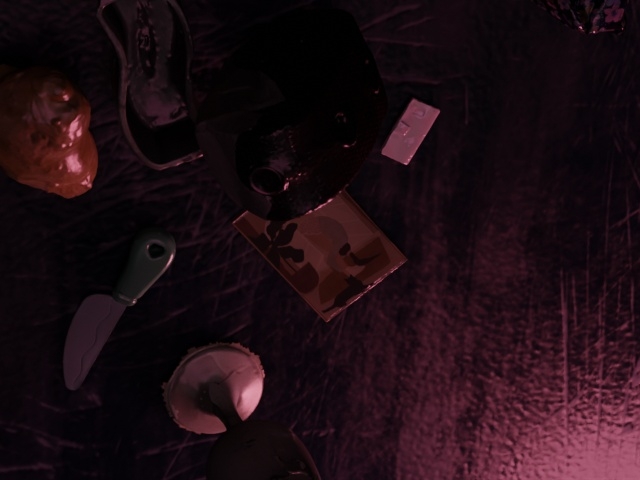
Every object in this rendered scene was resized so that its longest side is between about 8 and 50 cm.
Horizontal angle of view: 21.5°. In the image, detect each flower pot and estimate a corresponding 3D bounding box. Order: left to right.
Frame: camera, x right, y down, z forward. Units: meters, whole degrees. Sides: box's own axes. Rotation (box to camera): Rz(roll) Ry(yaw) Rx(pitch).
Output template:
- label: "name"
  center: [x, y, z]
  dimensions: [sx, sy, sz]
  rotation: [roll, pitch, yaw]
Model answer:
- label: "flower pot"
  center: [-0.195, -0.205, 1.944]
  dimensions: [0.103, 0.108, 0.229]
  rotation: [-13, 118, -5]

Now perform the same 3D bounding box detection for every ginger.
- label: "ginger"
  center: [-0.301, -0.123, 1.953]
  dimensions: [0.193, 0.123, 0.115]
  rotation: [48, 59, -40]

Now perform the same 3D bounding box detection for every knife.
- label: "knife"
  center: [-0.268, 0.086, 2.126]
  dimensions: [0.063, 0.034, 0.260]
  rotation: [30, 111, -20]

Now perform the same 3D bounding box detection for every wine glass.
- label: "wine glass"
  center: [-0.094, 0.258, 2.090]
  dimensions: [0.143, 0.321, 0.143]
  rotation: [-9, 120, -16]

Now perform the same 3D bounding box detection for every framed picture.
- label: "framed picture"
  center: [0.000, 0.000, 2.147]
  dimensions: [0.136, 0.010, 0.201]
  rotation: [-38, 119, 9]

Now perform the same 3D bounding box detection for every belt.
- label: "belt"
  center: [-0.036, -0.155, 1.904]
  dimensions: [0.184, 0.289, 0.164]
  rotation: [-11, 122, 22]

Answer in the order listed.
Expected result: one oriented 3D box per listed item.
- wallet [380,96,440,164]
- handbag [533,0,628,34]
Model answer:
- label: "wallet"
  center: [0.111, -0.137, 2.098]
  dimensions: [0.044, 0.011, 0.083]
  rotation: [23, 111, -21]
- label: "handbag"
  center: [0.293, -0.356, 1.898]
  dimensions: [0.127, 0.228, 0.207]
  rotation: [-4, 125, -31]
